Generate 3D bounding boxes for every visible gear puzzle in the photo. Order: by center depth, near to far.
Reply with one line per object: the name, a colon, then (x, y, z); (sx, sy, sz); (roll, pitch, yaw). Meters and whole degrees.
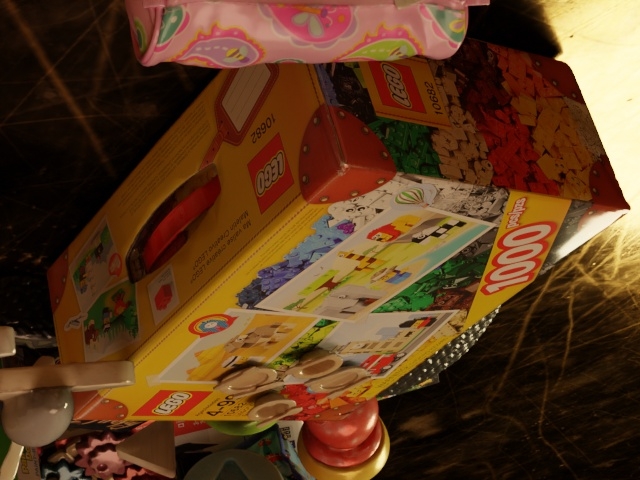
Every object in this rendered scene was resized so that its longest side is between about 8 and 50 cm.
gear puzzle: (-0.254, 0.388, 1.826); (0.175, 0.044, 0.339); (-33, 127, 9)

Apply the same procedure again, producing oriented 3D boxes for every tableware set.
tableware set: (-0.028, 0.155, 1.413); (0.141, 0.020, 0.169); (-21, 154, 10)

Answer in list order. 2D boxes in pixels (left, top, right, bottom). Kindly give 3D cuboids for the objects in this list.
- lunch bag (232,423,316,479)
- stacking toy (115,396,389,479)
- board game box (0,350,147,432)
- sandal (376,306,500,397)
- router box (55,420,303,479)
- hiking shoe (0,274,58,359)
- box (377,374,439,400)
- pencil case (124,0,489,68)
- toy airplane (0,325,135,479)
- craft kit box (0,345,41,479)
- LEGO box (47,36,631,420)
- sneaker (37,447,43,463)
lunch bag: (-0.124, 0.427, 1.818); (0.293, 0.138, 0.221); (-30, 128, -1)
stacking toy: (-0.094, 0.240, 1.665); (0.309, 0.279, 0.130); (-39, 150, -26)
board game box: (-0.254, 0.176, 1.585); (0.165, 0.042, 0.243); (-28, 157, 24)
sandal: (0.155, 0.036, 1.653); (0.167, 0.107, 0.446); (2, 136, -30)
router box: (-0.184, 0.325, 1.883); (0.335, 0.082, 0.301); (-13, 127, -7)
hiking shoe: (-0.319, 0.104, 1.513); (0.227, 0.086, 0.114); (8, 141, -41)
box: (0.085, 0.171, 1.911); (0.159, 0.044, 0.233); (-16, 154, 1)
pencil case: (-0.014, -0.199, 1.055); (0.284, 0.124, 0.124); (-3, 151, -20)
toy airplane: (-0.405, 0.148, 1.175); (0.386, 0.272, 0.384); (6, -171, 15)
craft kit box: (-0.458, 0.277, 1.590); (0.250, 0.247, 0.061); (-25, 153, 15)
LEGO box: (0.000, 0.000, 1.371); (0.372, 0.193, 0.500); (6, 146, -37)
sneaker: (-0.520, 0.298, 1.769); (0.299, 0.121, 0.112); (-24, 123, 16)
